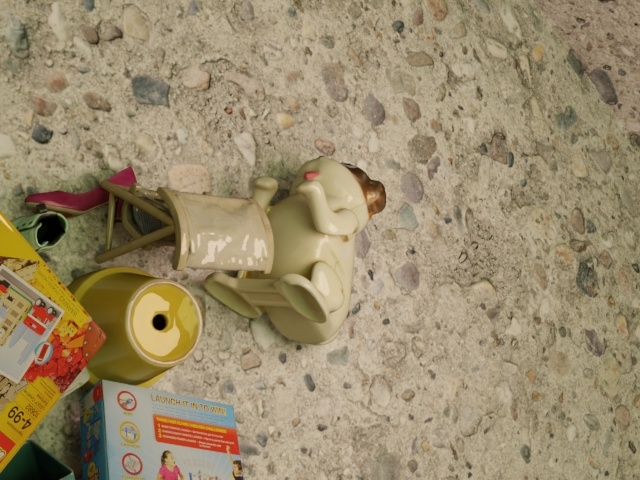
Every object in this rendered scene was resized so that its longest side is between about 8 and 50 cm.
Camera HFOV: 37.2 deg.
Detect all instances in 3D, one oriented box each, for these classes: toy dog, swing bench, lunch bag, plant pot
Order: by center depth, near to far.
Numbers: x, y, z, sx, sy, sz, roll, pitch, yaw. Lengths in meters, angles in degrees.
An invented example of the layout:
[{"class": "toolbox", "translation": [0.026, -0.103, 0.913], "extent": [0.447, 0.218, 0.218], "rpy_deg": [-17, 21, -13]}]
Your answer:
[{"class": "plant pot", "translation": [-0.511, 0.509, 1.662], "extent": [0.166, 0.165, 0.234], "rpy_deg": [-28, 119, -35]}, {"class": "lunch bag", "translation": [-0.559, 0.362, 1.735], "extent": [0.083, 0.053, 0.071], "rpy_deg": [-33, 108, -41]}, {"class": "plant pot", "translation": [-0.356, 0.166, 1.818], "extent": [0.254, 0.239, 0.253], "rpy_deg": [9, 75, -37]}, {"class": "swing bench", "translation": [-0.263, -0.024, 1.875], "extent": [0.253, 0.255, 0.165], "rpy_deg": [6, 88, -52]}, {"class": "toy dog", "translation": [0.000, 0.000, 2.117], "extent": [0.395, 0.285, 0.407], "rpy_deg": [41, 57, -36]}]

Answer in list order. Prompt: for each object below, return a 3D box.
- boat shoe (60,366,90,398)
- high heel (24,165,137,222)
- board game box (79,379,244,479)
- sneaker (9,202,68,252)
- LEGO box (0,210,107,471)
[{"class": "boat shoe", "translation": [-0.521, 0.287, 1.717], "extent": [0.226, 0.083, 0.075], "rpy_deg": [-28, 128, -8]}, {"class": "high heel", "translation": [-0.469, -0.103, 1.879], "extent": [0.244, 0.082, 0.117], "rpy_deg": [4, 79, -39]}, {"class": "board game box", "translation": [-0.287, 0.433, 1.765], "extent": [0.308, 0.086, 0.301], "rpy_deg": [20, 42, -37]}, {"class": "sneaker", "translation": [-0.581, 0.011, 1.722], "extent": [0.256, 0.151, 0.094], "rpy_deg": [-34, 105, -37]}, {"class": "LEGO box", "translation": [-0.619, 0.130, 1.484], "extent": [0.372, 0.193, 0.500], "rpy_deg": [-55, 143, -23]}]
